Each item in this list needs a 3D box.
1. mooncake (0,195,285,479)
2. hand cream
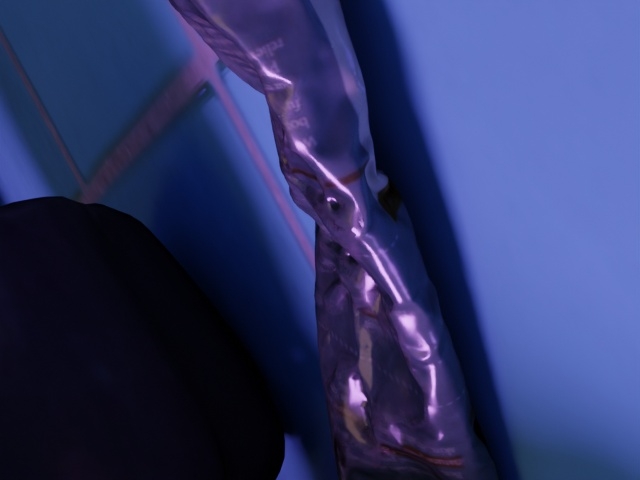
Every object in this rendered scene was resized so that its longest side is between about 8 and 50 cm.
[{"bbox_3d":[-0.150,0.116,0.576,0.154,0.306,0.306,51,157,9],"label":"mooncake"},{"bbox_3d":[-0.001,0.000,0.391,0.075,0.052,0.248,31,144,53],"label":"hand cream"}]
